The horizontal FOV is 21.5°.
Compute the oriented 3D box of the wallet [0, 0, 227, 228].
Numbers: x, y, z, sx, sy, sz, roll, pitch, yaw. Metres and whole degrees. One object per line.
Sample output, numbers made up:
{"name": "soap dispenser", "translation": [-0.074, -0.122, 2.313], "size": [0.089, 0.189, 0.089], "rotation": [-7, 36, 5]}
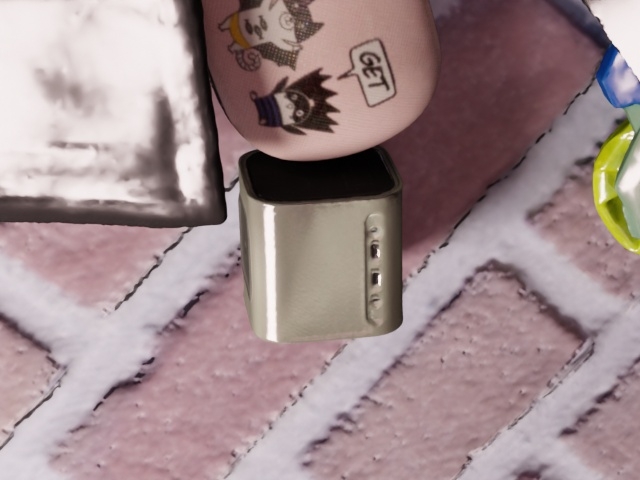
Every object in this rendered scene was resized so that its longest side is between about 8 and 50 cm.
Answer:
{"name": "wallet", "translation": [-0.177, -0.152, 0.798], "size": [0.247, 0.041, 0.323], "rotation": [2, 115, 12]}

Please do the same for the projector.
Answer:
{"name": "projector", "translation": [0.000, 0.000, 0.907], "size": [0.083, 0.083, 0.082], "rotation": [-5, 115, -8]}

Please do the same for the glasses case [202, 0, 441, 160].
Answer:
{"name": "glasses case", "translation": [-0.028, -0.182, 0.823], "size": [0.122, 0.075, 0.314], "rotation": [-19, 116, -1]}

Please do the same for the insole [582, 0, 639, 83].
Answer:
{"name": "insole", "translation": [0.171, -0.109, 0.838], "size": [0.080, 0.003, 0.232], "rotation": [-26, 92, 42]}

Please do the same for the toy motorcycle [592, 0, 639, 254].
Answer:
{"name": "toy motorcycle", "translation": [0.267, -0.122, 0.860], "size": [0.326, 0.191, 0.200], "rotation": [-23, 106, 22]}
